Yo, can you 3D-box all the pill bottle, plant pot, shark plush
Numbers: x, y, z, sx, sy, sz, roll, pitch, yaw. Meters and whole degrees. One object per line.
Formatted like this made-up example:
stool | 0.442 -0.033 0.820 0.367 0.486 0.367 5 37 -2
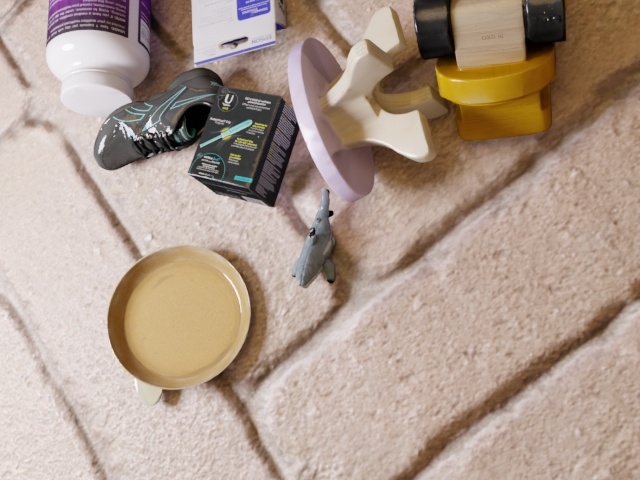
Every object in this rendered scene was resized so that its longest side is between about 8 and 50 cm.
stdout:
pill bottle | -0.402 -0.398 1.326 0.181 0.181 0.323 -8 72 17
plant pot | -0.227 0.124 1.177 0.236 0.032 0.236 -1 72 4
shark plush | 0.000 0.000 1.135 0.073 0.067 0.161 21 83 24

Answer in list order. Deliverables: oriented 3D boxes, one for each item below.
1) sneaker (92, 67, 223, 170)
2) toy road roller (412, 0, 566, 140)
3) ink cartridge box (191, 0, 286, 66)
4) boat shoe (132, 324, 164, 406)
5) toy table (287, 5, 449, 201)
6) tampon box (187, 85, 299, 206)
sneaker | -0.281 -0.198 1.262 0.267 0.101 0.106 -33 51 8
toy road roller | 0.262 -0.299 1.083 0.202 0.241 0.330 -3 37 19
ink cartridge box | -0.152 -0.465 1.321 0.165 0.065 0.333 -9 71 17
boat shoe | -0.280 0.207 1.193 0.048 0.042 0.133 -12 70 -2
toy table | 0.069 -0.212 1.089 0.160 0.252 0.274 -24 79 29
tampon box | -0.122 -0.155 1.202 0.120 0.101 0.161 15 80 22
